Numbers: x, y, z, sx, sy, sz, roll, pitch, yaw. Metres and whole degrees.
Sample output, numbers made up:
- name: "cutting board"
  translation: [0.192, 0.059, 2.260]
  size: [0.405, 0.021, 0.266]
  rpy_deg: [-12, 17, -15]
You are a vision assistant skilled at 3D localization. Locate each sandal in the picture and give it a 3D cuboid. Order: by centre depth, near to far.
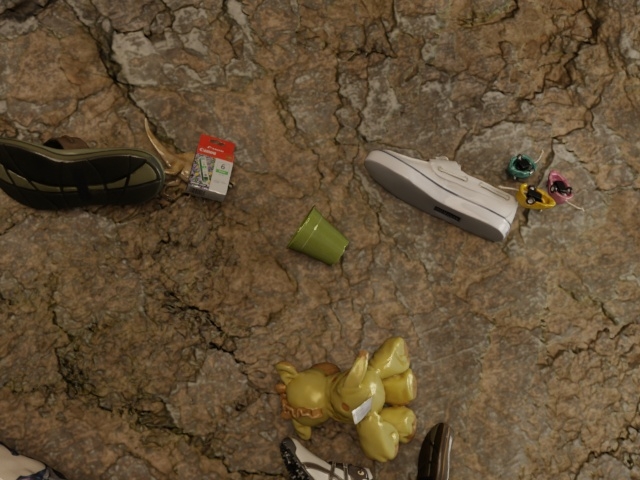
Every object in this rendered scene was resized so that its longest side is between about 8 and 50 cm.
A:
- name: "sandal"
  translation: [0.171, 0.384, 1.449]
  size: [0.060, 0.090, 0.219]
  rpy_deg: [23, 67, -17]
- name: "sandal"
  translation: [-0.392, -0.115, 1.560]
  size: [0.302, 0.120, 0.086]
  rpy_deg: [5, 36, 6]

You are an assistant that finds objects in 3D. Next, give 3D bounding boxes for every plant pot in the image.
- name: "plant pot"
  translation: [0.000, 0.000, 1.545]
  size: [0.079, 0.083, 0.083]
  rpy_deg: [34, 77, -4]

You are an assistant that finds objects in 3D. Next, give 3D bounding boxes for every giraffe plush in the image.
- name: "giraffe plush"
  translation: [0.027, 0.236, 1.447]
  size: [0.170, 0.210, 0.181]
  rpy_deg: [-4, 85, 32]

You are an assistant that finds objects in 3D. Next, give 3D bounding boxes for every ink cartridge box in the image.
- name: "ink cartridge box"
  translation: [-0.174, -0.123, 1.563]
  size: [0.062, 0.029, 0.115]
  rpy_deg: [15, 62, -10]

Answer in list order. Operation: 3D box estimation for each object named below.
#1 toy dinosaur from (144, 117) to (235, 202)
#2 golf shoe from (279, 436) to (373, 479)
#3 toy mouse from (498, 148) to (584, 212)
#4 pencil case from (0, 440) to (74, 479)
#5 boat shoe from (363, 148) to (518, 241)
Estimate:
- name: "toy dinosaur"
  translation: [-0.232, -0.115, 1.589]
  size: [0.183, 0.053, 0.093]
  rpy_deg: [32, 61, 0]
- name: "golf shoe"
  translation: [0.023, 0.358, 1.454]
  size: [0.094, 0.077, 0.198]
  rpy_deg: [-41, 86, -22]
- name: "toy mouse"
  translation: [0.354, -0.096, 1.582]
  size: [0.161, 0.031, 0.143]
  rpy_deg: [21, 43, -10]
- name: "pencil case"
  translation: [-0.398, 0.391, 1.376]
  size: [0.410, 0.183, 0.160]
  rpy_deg: [25, 76, 5]
- name: "boat shoe"
  translation: [0.196, -0.090, 1.568]
  size: [0.258, 0.095, 0.084]
  rpy_deg: [29, 72, -4]
